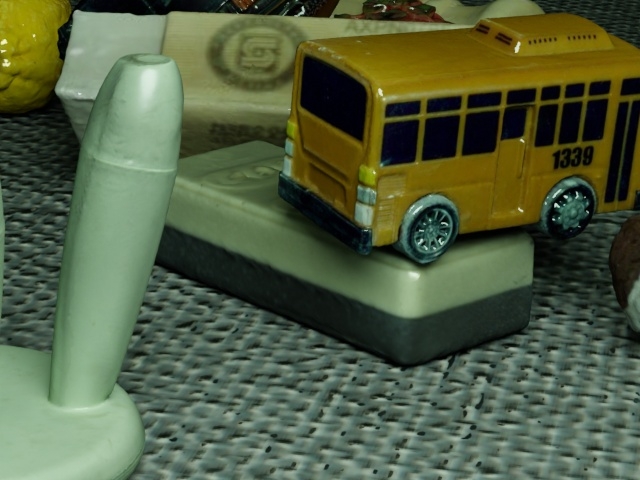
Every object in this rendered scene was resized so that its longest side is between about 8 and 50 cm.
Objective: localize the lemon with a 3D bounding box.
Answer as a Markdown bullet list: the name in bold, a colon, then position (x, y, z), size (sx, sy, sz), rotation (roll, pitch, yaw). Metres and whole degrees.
- **lemon**: position (-0.250, -0.157, 1.533), size (0.114, 0.114, 0.155), rotation (2, 22, 1)

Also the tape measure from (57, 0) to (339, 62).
- **tape measure**: position (-0.078, -0.173, 1.442), size (0.135, 0.223, 0.202), rotation (50, 7, 10)

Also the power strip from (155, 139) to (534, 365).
- **power strip**: position (0.000, 0.000, 1.139), size (0.105, 0.070, 0.256), rotation (-14, 23, -41)

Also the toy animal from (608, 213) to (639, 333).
- **toy animal**: position (0.214, 0.031, 1.041), size (0.098, 0.098, 0.137), rotation (-6, 41, -23)

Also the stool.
- **stool**: position (-0.181, 0.013, 0.873), size (0.195, 0.199, 0.195), rotation (10, 20, 28)

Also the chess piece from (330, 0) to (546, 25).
- **chess piece**: position (0.079, -0.179, 1.634), size (0.397, 0.117, 0.117), rotation (18, 24, 38)

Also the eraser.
- **eraser**: position (0.007, -0.082, 1.276), size (0.343, 0.078, 0.144), rotation (4, -25, 7)

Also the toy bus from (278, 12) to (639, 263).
- **toy bus**: position (0.086, -0.063, 1.053), size (0.201, 0.114, 0.098), rotation (-8, 25, -30)

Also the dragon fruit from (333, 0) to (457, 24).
- **dragon fruit**: position (0.062, -0.130, 1.479), size (0.130, 0.121, 0.142), rotation (-23, 30, 35)
